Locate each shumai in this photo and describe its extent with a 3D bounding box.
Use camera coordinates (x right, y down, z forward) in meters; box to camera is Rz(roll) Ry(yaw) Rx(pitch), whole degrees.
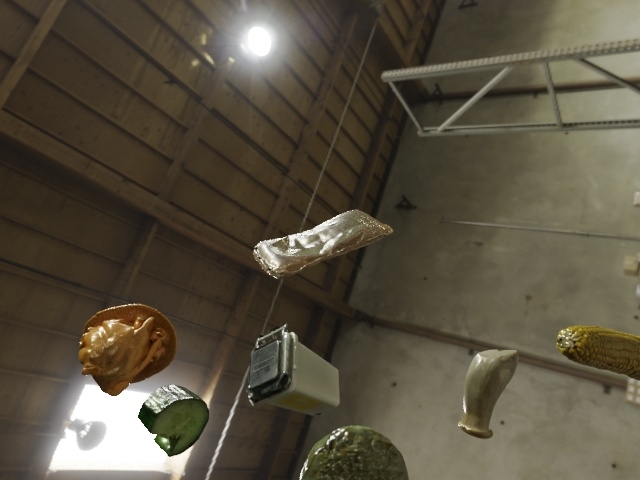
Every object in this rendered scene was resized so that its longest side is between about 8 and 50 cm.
[{"bbox_3d":[0.082,0.763,1.386,0.323,0.324,0.397,116,167,-76],"label":"shumai"}]

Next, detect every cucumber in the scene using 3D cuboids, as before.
[{"bbox_3d":[-0.446,0.536,1.372,0.191,0.130,0.191,-20,-64,-50],"label":"cucumber"}]

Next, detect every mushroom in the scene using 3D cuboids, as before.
[{"bbox_3d":[0.430,0.388,1.177,0.108,0.096,0.247,27,-102,-12],"label":"mushroom"}]

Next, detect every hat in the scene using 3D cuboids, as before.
[{"bbox_3d":[-0.510,0.272,1.073,0.233,0.244,0.233,-52,0,2],"label":"hat"}]

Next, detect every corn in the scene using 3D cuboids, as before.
[{"bbox_3d":[0.661,0.247,1.010,0.313,0.102,0.102,19,-100,-19],"label":"corn"}]

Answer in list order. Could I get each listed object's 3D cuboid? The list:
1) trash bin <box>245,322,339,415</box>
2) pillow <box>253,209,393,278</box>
[{"bbox_3d":[-0.101,0.556,1.868,0.367,0.256,0.296,36,-146,-34],"label":"trash bin"},{"bbox_3d":[0.001,0.001,0.707,0.211,0.135,0.034,-21,-62,-17],"label":"pillow"}]
